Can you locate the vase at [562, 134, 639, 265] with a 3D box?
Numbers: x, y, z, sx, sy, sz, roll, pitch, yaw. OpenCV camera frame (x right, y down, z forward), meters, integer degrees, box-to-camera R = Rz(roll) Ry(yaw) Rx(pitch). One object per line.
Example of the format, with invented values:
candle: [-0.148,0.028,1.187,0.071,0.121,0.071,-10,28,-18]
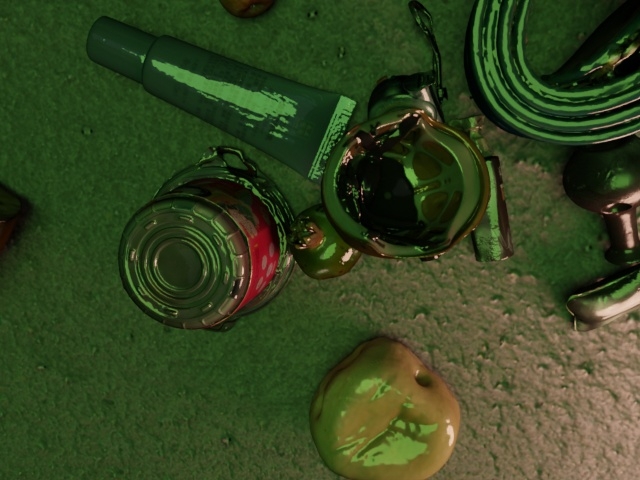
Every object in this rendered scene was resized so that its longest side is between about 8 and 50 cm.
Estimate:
vase: [0.403,-0.051,0.724,0.120,0.120,0.183,-20,114,11]

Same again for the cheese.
cheese: [0.094,0.263,0.818,0.235,0.117,0.218,-10,97,7]

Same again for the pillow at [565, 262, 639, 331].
pillow: [0.419,0.082,0.763,0.135,0.055,0.091,-26,107,13]

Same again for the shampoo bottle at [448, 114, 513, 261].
shampoo bottle: [0.229,-0.075,0.765,0.063,0.057,0.208,-10,97,17]

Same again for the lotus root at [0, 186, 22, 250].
lotus root: [-0.675,-0.008,0.798,0.316,0.316,0.250,39,111,0]

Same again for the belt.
belt: [0.368,-0.311,0.640,0.300,0.173,0.436,44,104,-3]

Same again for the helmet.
helmet: [0.099,-0.066,0.719,0.224,0.130,0.199,-8,87,-20]

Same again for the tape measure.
tape measure: [0.120,-0.234,0.760,0.107,0.104,0.180,-8,69,25]

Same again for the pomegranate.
pomegranate: [0.000,0.000,0.771,0.114,0.142,0.115,-4,81,25]

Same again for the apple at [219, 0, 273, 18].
apple: [-0.105,-0.355,0.749,0.083,0.084,0.071,-18,89,11]

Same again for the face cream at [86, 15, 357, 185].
face cream: [-0.147,-0.218,0.782,0.385,0.086,0.136,23,106,-2]

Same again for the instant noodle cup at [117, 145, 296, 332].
instant noodle cup: [-0.172,0.018,0.775,0.258,0.181,0.303,-1,101,7]
